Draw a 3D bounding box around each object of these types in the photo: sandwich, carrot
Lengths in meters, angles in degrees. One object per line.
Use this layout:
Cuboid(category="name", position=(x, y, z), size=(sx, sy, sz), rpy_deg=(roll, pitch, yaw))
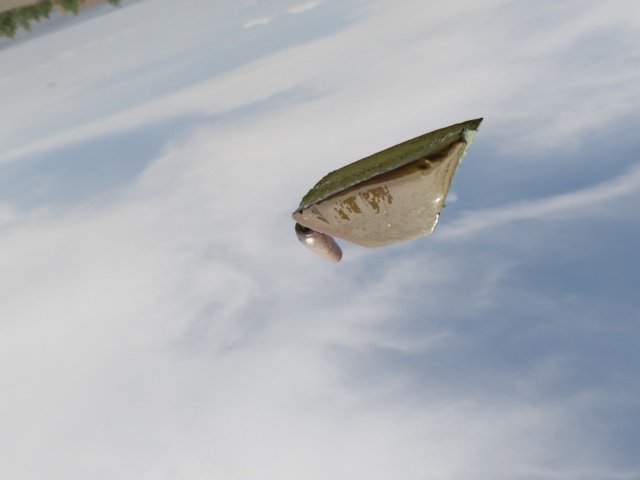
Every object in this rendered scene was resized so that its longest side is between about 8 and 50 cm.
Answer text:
Cuboid(category="sandwich", position=(0.087, -0.060, 0.628), size=(0.258, 0.096, 0.094), rpy_deg=(-15, -144, 42))
Cuboid(category="carrot", position=(0.000, 0.000, 0.954), size=(0.055, 0.161, 0.055), rpy_deg=(-7, -112, 17))
